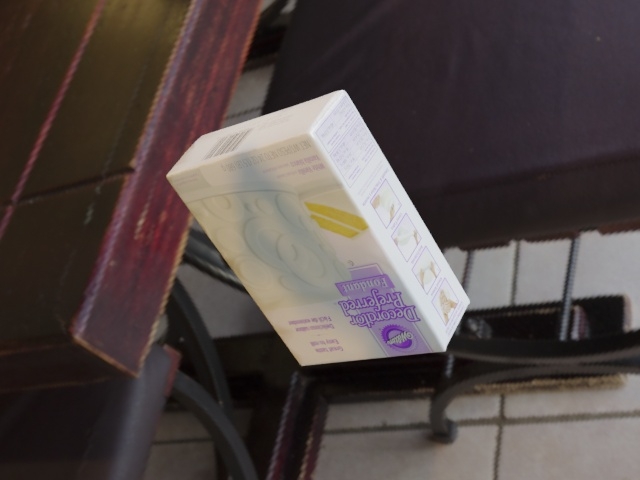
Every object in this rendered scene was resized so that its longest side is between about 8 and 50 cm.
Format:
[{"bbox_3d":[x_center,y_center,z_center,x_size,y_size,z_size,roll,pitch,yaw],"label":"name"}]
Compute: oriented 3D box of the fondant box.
[{"bbox_3d":[0.000,0.000,1.170,0.238,0.330,0.096,-12,33,39],"label":"fondant box"}]
